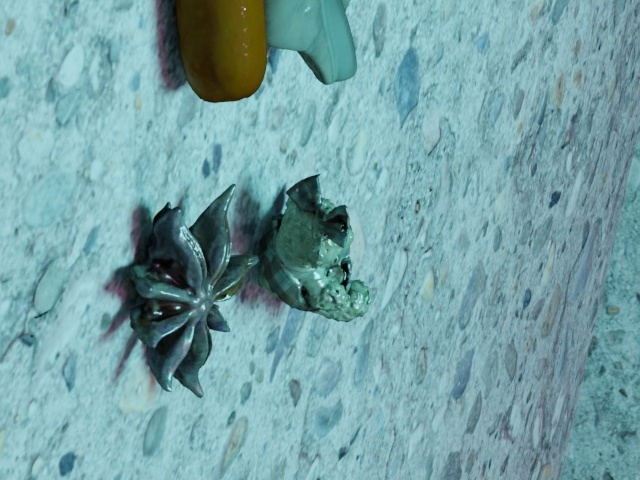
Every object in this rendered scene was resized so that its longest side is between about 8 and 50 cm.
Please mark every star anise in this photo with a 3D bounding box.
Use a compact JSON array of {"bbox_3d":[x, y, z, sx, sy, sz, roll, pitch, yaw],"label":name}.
[{"bbox_3d":[-0.119,0.042,1.380,0.180,0.061,0.204,-55,148,-26],"label":"star anise"}]

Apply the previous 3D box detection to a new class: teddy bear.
[{"bbox_3d":[-0.018,0.010,1.543,0.213,0.111,0.133,69,0,-69],"label":"teddy bear"}]

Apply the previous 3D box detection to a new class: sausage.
[{"bbox_3d":[-0.085,-0.209,1.278,0.076,0.076,0.197,-47,144,-47],"label":"sausage"}]

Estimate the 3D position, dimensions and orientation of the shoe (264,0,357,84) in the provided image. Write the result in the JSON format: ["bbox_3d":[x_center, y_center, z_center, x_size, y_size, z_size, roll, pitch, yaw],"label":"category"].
[{"bbox_3d":[-0.040,-0.223,1.358,0.100,0.103,0.251,-39,138,-12],"label":"shoe"}]

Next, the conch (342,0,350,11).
[{"bbox_3d":[0.002,-0.289,1.458,0.065,0.088,0.180,-114,-173,-50],"label":"conch"}]
